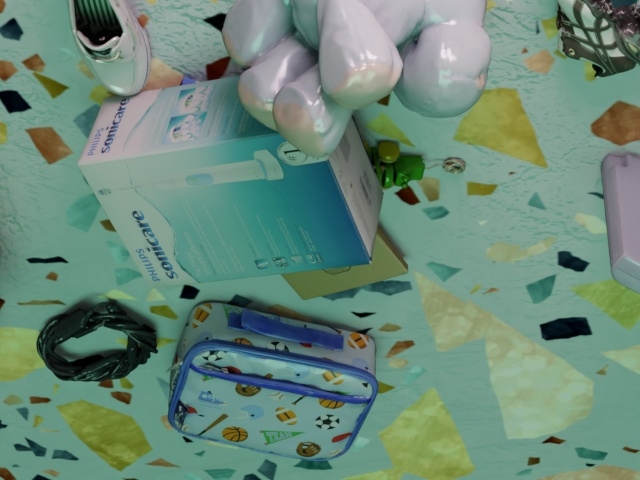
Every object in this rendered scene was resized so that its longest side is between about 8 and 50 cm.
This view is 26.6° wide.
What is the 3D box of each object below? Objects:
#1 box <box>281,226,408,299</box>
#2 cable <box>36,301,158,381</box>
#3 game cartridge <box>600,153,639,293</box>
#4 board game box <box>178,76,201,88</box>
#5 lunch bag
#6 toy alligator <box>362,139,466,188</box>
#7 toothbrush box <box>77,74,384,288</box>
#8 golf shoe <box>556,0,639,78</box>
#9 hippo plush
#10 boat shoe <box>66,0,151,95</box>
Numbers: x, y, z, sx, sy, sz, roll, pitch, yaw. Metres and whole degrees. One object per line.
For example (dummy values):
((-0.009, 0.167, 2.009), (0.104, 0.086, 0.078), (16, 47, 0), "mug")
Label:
((0.000, 0.000, 1.788), (0.164, 0.021, 0.201), (-15, 137, 26), "box")
((-0.328, 0.154, 1.986), (0.150, 0.047, 0.184), (30, 130, -35), "cable")
((0.483, 0.008, 1.647), (0.294, 0.196, 0.060), (13, 138, -12), "game cartridge")
((-0.138, -0.148, 1.633), (0.090, 0.020, 0.090), (19, 137, -15), "board game box")
((-0.076, 0.205, 1.975), (0.303, 0.115, 0.243), (12, 137, -12), "lunch bag")
((0.087, -0.085, 1.670), (0.190, 0.051, 0.056), (6, 140, -4), "toy alligator")
((-0.100, -0.071, 1.592), (0.295, 0.126, 0.216), (-8, 133, 19), "toothbrush box")
((0.281, -0.237, 1.463), (0.094, 0.077, 0.198), (-31, 128, 33), "golf shoe")
((0.051, -0.228, 1.419), (0.236, 0.294, 0.234), (0, 168, -38), "hippo plush")
((-0.245, -0.232, 1.497), (0.083, 0.076, 0.226), (-5, 139, 9), "boat shoe")
